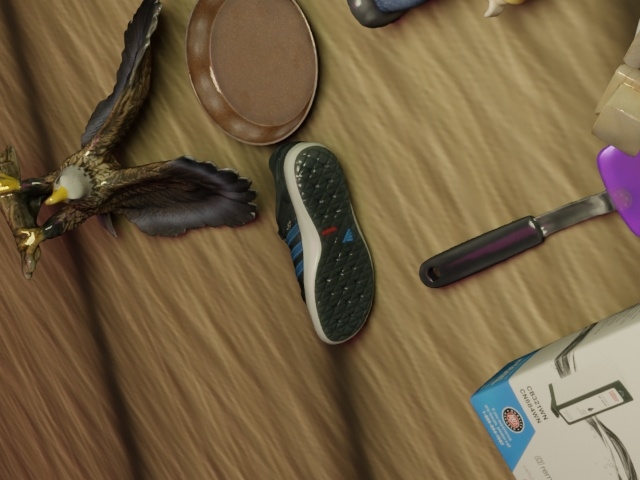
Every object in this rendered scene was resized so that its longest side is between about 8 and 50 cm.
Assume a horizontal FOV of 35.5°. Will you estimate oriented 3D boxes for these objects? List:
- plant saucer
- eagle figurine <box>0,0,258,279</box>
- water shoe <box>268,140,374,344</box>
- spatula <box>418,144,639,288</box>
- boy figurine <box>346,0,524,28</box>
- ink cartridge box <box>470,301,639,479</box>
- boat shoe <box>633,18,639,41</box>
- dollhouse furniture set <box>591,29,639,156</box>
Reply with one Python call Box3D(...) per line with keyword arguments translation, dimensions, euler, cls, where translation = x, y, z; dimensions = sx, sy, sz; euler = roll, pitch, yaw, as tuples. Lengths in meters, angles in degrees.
Box3D(translation=(-0.063, -0.179, 0.982), dimensions=(0.169, 0.029, 0.168), euler=(15, 114, 35), cls="plant saucer")
Box3D(translation=(-0.217, -0.082, 1.050), dimensions=(0.298, 0.226, 0.225), euler=(-29, 42, 15), cls="eagle figurine")
Box3D(translation=(0.000, 0.000, 0.984), dimensions=(0.080, 0.073, 0.203), euler=(18, 120, 62), cls="water shoe")
Box3D(translation=(0.198, -0.016, 0.835), dimensions=(0.296, 0.030, 0.084), euler=(-27, 90, 40), cls="spatula")
Box3D(translation=(0.131, -0.268, 0.759), dimensions=(0.285, 0.092, 0.177), euler=(-20, 92, 40), cls="boy figurine")
Box3D(translation=(0.249, 0.142, 0.816), dimensions=(0.203, 0.086, 0.148), euler=(-35, 83, 41), cls="ink cartridge box")
Box3D(translation=(0.261, -0.216, 0.702), dimensions=(0.063, 0.066, 0.184), euler=(20, 127, 30), cls="boat shoe")
Box3D(translation=(0.366, -0.137, 0.535), dimensions=(0.303, 0.173, 0.355), euler=(33, 152, 11), cls="dollhouse furniture set")
